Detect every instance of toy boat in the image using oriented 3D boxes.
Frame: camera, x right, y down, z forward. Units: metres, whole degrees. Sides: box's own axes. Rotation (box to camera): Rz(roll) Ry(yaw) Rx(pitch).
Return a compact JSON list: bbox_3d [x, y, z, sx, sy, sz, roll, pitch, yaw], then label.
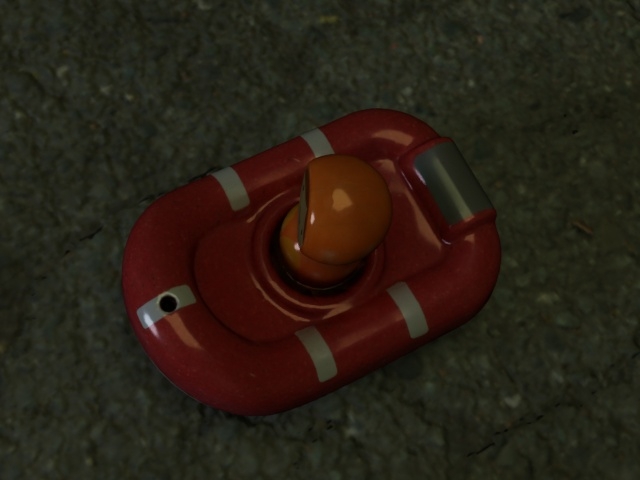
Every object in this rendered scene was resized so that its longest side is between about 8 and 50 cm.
[{"bbox_3d":[0.000,0.000,0.611,0.231,0.151,0.151,-25,75,-16],"label":"toy boat"}]
